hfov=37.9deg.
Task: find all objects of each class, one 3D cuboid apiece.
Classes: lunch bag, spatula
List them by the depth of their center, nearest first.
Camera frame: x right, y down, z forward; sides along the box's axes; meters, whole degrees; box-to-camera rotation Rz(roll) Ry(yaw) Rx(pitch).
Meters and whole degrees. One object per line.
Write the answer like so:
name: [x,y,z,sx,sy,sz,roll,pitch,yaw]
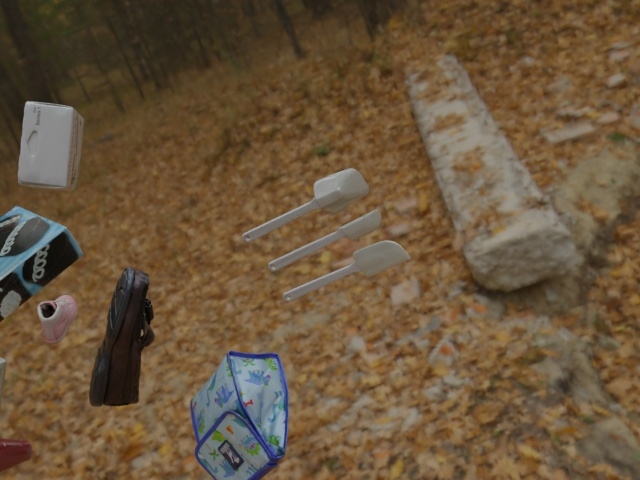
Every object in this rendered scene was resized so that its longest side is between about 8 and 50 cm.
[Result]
lunch bag: [-0.099,0.236,1.182,0.096,0.151,0.129,5,-40,-33]
spatula: [0.000,0.000,1.432,0.242,0.168,0.019,-24,19,34]

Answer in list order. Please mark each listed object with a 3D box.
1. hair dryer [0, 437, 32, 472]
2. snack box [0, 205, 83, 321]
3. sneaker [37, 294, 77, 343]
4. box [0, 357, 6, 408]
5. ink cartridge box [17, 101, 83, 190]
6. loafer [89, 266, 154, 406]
hair dryer: [-0.627,0.317,1.574,0.080,0.293,0.223,-50,20,36]
snack box: [-0.527,0.080,1.382,0.322,0.060,0.187,-43,35,-24]
sneaker: [-0.505,0.131,1.793,0.051,0.070,0.134,-4,33,5]
box: [-0.484,0.283,1.116,0.121,0.311,0.148,16,11,30]
ink cartridge box: [-0.527,-0.179,1.836,0.092,0.160,0.219,5,2,-10]
loafer: [-0.340,0.176,1.669,0.095,0.302,0.109,11,31,-19]
